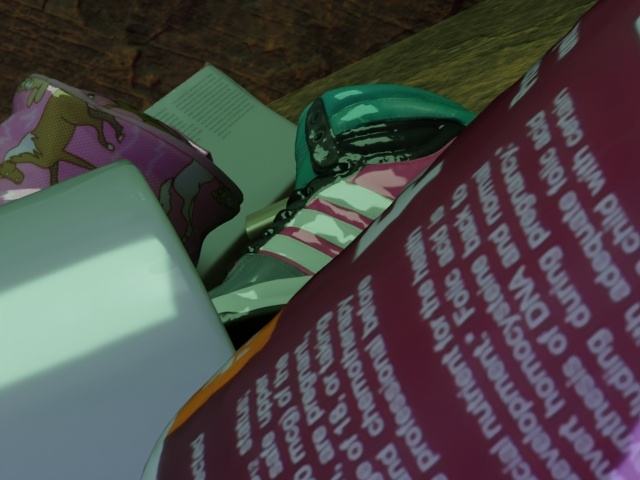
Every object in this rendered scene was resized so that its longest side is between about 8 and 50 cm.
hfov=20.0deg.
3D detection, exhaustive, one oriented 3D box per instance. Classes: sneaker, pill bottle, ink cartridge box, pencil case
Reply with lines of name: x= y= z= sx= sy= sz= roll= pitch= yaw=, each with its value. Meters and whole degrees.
sneaker: x=0.000 y=0.000 z=1.083 sx=0.296 sy=0.123 sz=0.178 roll=-22 pitch=40 yaw=-7
pill bottle: x=0.086 y=0.079 z=0.535 sx=0.392 sy=0.224 sz=0.224 roll=-44 pitch=4 yaw=25
ink cartridge box: x=-0.152 y=0.041 z=1.386 sx=0.272 sy=0.130 sz=0.309 roll=-56 pitch=-3 yaw=26
pencil case: x=-0.191 y=0.088 z=1.099 sx=0.386 sy=0.160 sz=0.167 roll=-63 pitch=8 yaw=-4

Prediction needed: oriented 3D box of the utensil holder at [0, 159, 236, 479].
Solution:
utensil holder: x=-0.199 y=0.177 z=0.822 sx=0.386 sy=0.327 sz=0.327 roll=-24 pitch=13 yaw=-8

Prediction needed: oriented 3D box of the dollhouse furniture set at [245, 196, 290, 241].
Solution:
dollhouse furniture set: x=0.031 y=0.061 z=1.175 sx=0.212 sy=0.161 sz=0.242 roll=-24 pitch=13 yaw=4
